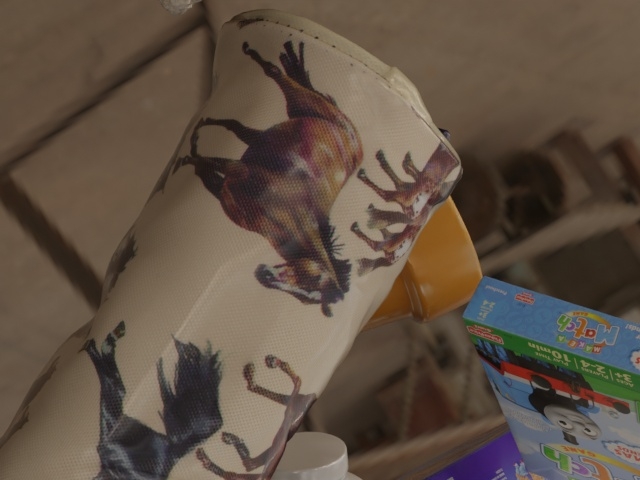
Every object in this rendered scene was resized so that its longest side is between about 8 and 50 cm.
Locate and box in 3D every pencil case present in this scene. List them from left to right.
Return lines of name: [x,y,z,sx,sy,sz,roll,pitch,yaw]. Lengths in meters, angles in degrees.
pencil case: [-0.081,0.074,1.050,0.410,0.160,0.183,-59,-168,-3]

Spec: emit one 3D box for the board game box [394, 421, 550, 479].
board game box: [0.108,0.219,1.515,0.233,0.078,0.347,-32,173,37]

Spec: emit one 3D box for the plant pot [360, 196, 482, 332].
plant pot: [0.000,0.000,1.505,0.188,0.205,0.205,-29,167,-6]

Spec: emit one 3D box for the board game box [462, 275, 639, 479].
board game box: [0.191,0.114,1.211,0.039,0.160,0.211,-59,148,-22]

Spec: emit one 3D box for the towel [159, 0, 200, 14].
towel: [-0.051,-0.310,1.358,0.282,0.187,0.049,-33,-170,16]

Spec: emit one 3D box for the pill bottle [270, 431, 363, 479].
pill bottle: [-0.008,0.335,1.914,0.146,0.264,0.146,-5,-161,2]
